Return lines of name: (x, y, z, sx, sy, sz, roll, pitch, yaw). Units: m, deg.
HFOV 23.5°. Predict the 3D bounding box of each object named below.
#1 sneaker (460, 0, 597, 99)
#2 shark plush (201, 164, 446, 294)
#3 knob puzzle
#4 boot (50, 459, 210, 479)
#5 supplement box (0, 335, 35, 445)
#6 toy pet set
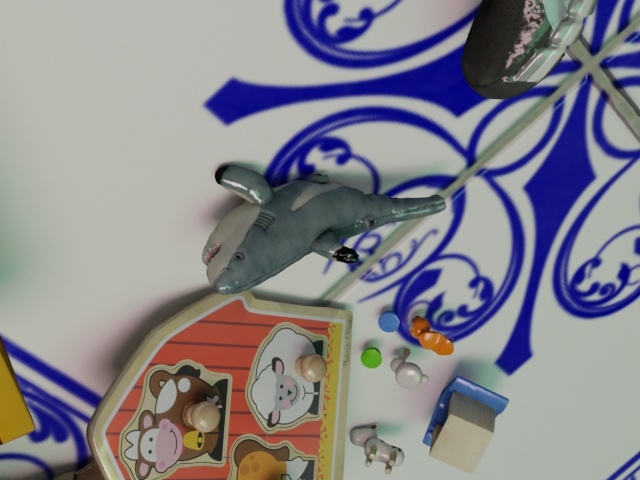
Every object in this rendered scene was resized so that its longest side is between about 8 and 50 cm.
sneaker: (0.109, -0.199, 0.856, 0.132, 0.086, 0.229, 21, 104, -33)
shark plush: (0.000, 0.000, 0.956, 0.161, 0.067, 0.073, -2, 126, -27)
knob puzzle: (-0.057, 0.124, 0.979, 0.213, 0.030, 0.213, -1, 92, -37)
boot: (-0.213, 0.181, 0.973, 0.262, 0.095, 0.203, -41, 132, 11)
supplement box: (-0.280, 0.036, 0.791, 0.194, 0.129, 0.191, -24, 133, -10)
toy pet set: (0.076, 0.110, 1.108, 0.114, 0.065, 0.122, 24, 113, -1)
